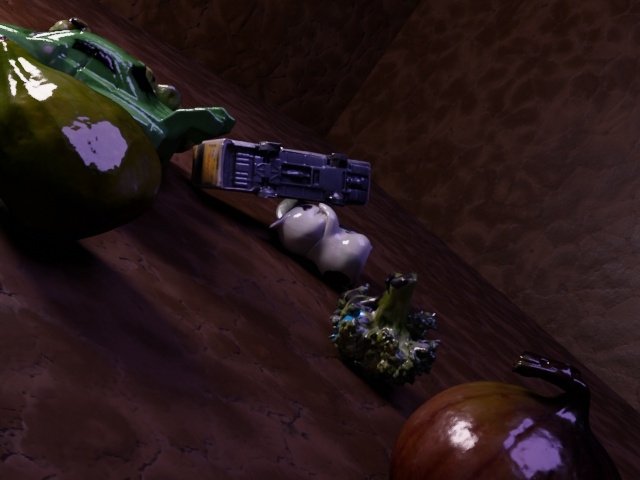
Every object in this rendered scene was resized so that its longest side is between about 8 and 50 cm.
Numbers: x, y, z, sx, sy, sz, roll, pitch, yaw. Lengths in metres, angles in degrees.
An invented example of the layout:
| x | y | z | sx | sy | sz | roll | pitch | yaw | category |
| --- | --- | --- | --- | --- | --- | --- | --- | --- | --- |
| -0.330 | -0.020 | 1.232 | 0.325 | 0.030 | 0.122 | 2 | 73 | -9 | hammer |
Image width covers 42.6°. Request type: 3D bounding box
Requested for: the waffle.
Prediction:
| x | y | z | sx | sy | sz | roll | pitch | yaw | category |
| --- | --- | --- | --- | --- | --- | --- | --- | --- | --- |
| -0.327 | -0.232 | 1.339 | 0.297 | 0.073 | 0.317 | 36 | -16 | -15 | waffle |

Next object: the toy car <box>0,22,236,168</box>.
| x | y | z | sx | sy | sz | roll | pitch | yaw | category |
| --- | --- | --- | --- | --- | --- | --- | --- | --- | --- |
| -0.313 | -0.193 | 1.115 | 0.359 | 0.176 | 0.213 | 35 | 10 | -3 | toy car |

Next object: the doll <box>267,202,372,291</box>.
| x | y | z | sx | sy | sz | roll | pitch | yaw | category |
| --- | --- | --- | --- | --- | --- | --- | --- | --- | --- |
| 0.007 | 0.002 | 1.447 | 0.181 | 0.107 | 0.110 | 37 | 0 | 3 | doll |

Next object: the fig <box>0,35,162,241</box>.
| x | y | z | sx | sy | sz | roll | pitch | yaw | category |
| --- | --- | --- | --- | --- | --- | --- | --- | --- | --- |
| -0.275 | -0.089 | 0.853 | 0.233 | 0.167 | 0.167 | 31 | 9 | 21 | fig |

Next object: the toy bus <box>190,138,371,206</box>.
| x | y | z | sx | sy | sz | roll | pitch | yaw | category |
| --- | --- | --- | --- | --- | --- | --- | --- | --- | --- |
| -0.063 | -0.117 | 1.496 | 0.342 | 0.097 | 0.138 | 4 | -2 | -42 | toy bus |

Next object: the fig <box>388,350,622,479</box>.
| x | y | z | sx | sy | sz | roll | pitch | yaw | category |
| --- | --- | --- | --- | --- | --- | --- | --- | --- | --- |
| 0.180 | 0.238 | 0.764 | 0.235 | 0.214 | 0.235 | 58 | 11 | -18 | fig |

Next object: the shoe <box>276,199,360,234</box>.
| x | y | z | sx | sy | sz | roll | pitch | yaw | category |
| --- | --- | --- | --- | --- | --- | --- | --- | --- | --- |
| -0.001 | -0.007 | 1.606 | 0.195 | 0.079 | 0.078 | 26 | -33 | 9 | shoe |

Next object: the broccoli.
| x | y | z | sx | sy | sz | roll | pitch | yaw | category |
| --- | --- | --- | --- | --- | --- | --- | --- | --- | --- |
| 0.092 | 0.112 | 1.123 | 0.154 | 0.160 | 0.167 | 8 | 25 | -2 | broccoli |
